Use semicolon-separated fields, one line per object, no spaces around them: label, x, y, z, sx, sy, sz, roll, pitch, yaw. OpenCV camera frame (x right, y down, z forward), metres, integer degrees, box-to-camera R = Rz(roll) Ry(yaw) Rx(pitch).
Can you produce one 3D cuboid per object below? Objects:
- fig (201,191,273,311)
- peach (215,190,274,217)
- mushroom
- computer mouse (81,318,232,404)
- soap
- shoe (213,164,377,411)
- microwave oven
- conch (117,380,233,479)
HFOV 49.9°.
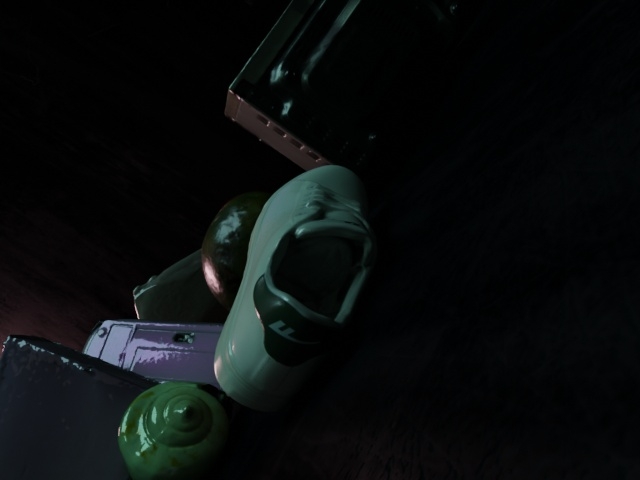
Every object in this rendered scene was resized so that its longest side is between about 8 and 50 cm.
fig;-0.104;0.035;1.057;0.245;0.195;0.195;-30;25;56
peach;-0.152;0.002;1.568;0.243;0.200;0.243;-156;90;-81
mushroom;-0.205;0.078;1.364;0.407;0.154;0.137;-40;-15;-14
computer mouse;-0.259;0.202;1.150;0.071;0.311;0.158;67;-152;-51
soap;-0.389;0.319;1.047;0.285;0.296;0.107;-70;-22;-8
shoe;0.000;0.000;0.742;0.160;0.132;0.363;-51;12;42
microwave oven;0.052;-0.290;1.097;0.354;0.286;0.218;-56;7;-6
conch;-0.186;0.270;0.919;0.250;0.137;0.143;97;174;-61
